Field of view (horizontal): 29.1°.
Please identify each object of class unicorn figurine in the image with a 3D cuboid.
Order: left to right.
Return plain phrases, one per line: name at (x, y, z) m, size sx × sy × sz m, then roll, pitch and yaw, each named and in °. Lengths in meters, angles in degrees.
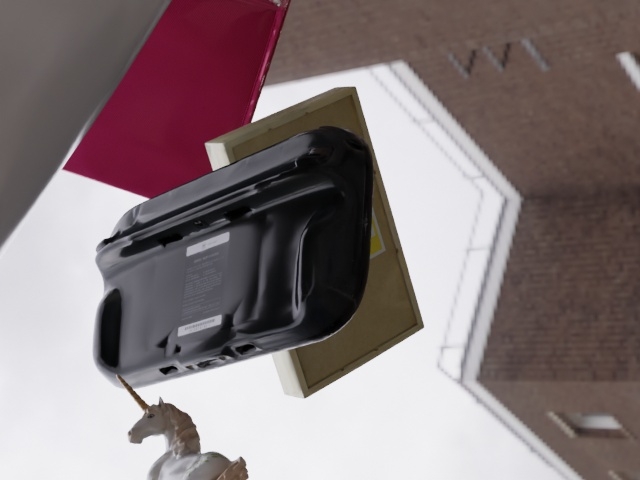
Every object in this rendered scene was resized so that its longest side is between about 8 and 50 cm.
unicorn figurine at (-0.102, 0.168, 0.861) m, size 0.060 × 0.161 × 0.111 m, roll 50°, pitch -121°, yaw -39°

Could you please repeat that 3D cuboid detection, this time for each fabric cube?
fabric cube at (-0.185, -0.211, 1.369) m, size 0.259 × 0.258 × 0.254 m, roll -83°, pitch 11°, yaw -68°

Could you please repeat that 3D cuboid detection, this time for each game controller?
game controller at (-0.080, 0.021, 0.990) m, size 0.067 × 0.319 × 0.167 m, roll 13°, pitch -113°, yaw -42°

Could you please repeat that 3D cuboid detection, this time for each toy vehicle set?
toy vehicle set at (0.000, 0.000, 1.216) m, size 0.166 × 0.035 × 0.267 m, roll -26°, pitch -73°, yaw -32°

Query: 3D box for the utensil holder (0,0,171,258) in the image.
utensil holder at (-0.318, -0.131, 0.850) m, size 0.327 × 0.327 × 0.385 m, roll 35°, pitch -92°, yaw -44°
